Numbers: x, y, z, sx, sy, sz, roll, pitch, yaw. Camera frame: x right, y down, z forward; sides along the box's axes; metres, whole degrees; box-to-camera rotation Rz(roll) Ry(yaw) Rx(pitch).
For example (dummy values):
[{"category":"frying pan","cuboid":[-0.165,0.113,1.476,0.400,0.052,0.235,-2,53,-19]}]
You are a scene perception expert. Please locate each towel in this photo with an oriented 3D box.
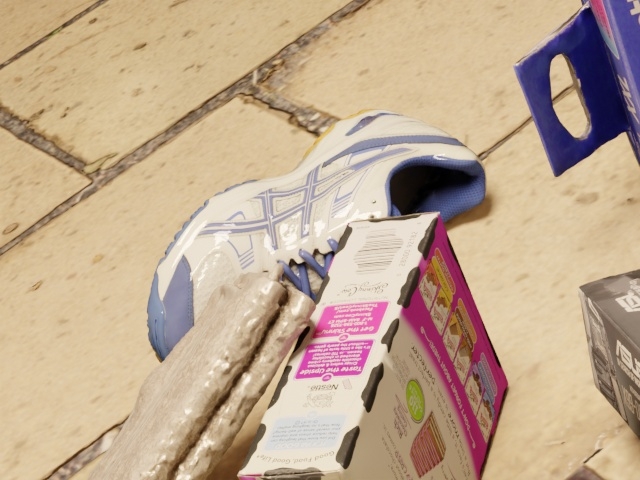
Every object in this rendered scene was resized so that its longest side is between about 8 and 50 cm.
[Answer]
[{"category":"towel","cuboid":[-0.105,0.139,1.140,0.282,0.049,0.187,-58,9,-9]}]

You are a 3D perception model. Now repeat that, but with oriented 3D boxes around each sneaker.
[{"category":"sneaker","cuboid":[0.000,0.000,1.360,0.296,0.112,0.131,-42,37,-23]}]

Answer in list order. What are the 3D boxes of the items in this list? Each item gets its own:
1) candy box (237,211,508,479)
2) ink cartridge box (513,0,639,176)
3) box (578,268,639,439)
[{"category":"candy box","cuboid":[0.041,0.116,1.127,0.071,0.159,0.233,-7,36,26]},{"category":"ink cartridge box","cuboid":[0.328,-0.170,1.243,0.396,0.270,0.151,-20,31,8]},{"category":"box","cuboid":[0.304,0.073,0.993,0.243,0.076,0.307,-14,18,-4]}]
